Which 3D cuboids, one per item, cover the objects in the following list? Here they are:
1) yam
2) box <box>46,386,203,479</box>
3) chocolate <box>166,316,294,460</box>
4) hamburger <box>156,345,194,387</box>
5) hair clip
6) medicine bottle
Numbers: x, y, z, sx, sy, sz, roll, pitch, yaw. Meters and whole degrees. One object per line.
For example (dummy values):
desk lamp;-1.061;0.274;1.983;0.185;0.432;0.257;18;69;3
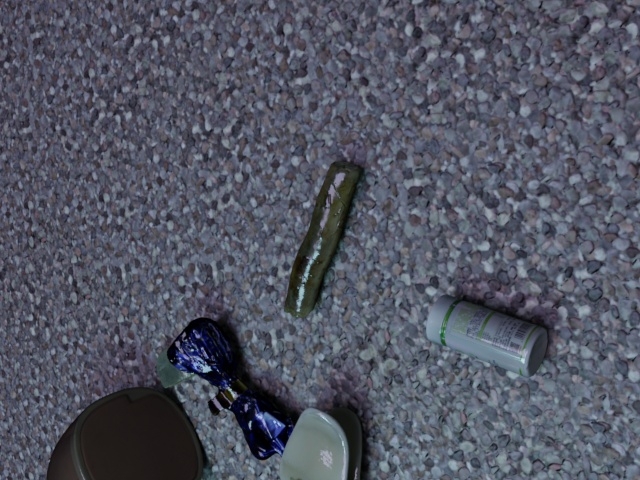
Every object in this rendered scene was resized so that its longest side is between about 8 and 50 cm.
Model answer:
yam;0.000;0.000;1.653;0.067;0.071;0.317;17;110;-5
box;-0.430;0.485;1.912;0.216;0.301;0.301;-40;73;41
chocolate;-0.166;0.317;1.798;0.343;0.126;0.148;48;113;13
hamburger;-0.317;0.269;1.934;0.121;0.054;0.084;-32;79;42
hair clip;0.009;0.434;1.681;0.172;0.113;0.282;19;108;33
medicine bottle;0.273;0.155;1.465;0.183;0.086;0.086;19;108;33
